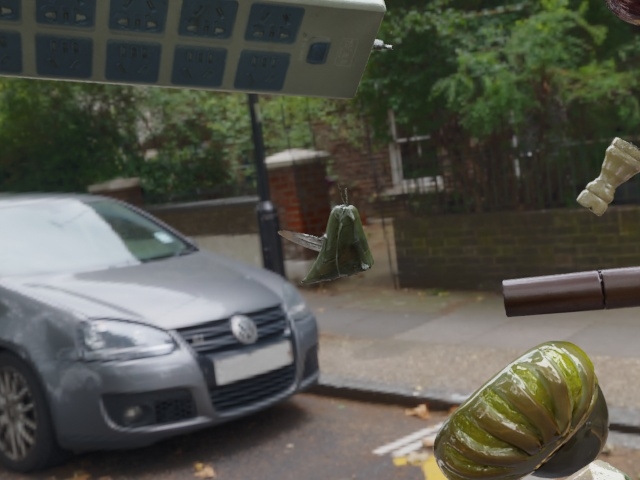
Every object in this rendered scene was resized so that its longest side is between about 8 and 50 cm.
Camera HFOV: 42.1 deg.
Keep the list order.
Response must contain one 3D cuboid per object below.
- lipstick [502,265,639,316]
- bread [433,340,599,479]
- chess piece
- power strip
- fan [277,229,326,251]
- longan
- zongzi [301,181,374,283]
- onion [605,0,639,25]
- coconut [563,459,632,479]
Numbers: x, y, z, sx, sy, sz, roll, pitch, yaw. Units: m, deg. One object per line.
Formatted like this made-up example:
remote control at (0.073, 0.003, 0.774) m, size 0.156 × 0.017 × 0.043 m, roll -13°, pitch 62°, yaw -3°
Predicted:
lipstick at (0.424, 0.061, 1.101) m, size 0.357 × 0.057 × 0.057 m, roll -7°, pitch 5°, yaw 16°
bread at (0.226, 0.205, 0.945) m, size 0.213 × 0.104 × 0.213 m, roll -28°, pitch -27°, yaw -16°
chess piece at (0.472, -0.101, 1.353) m, size 0.066 × 0.122 × 0.066 m, roll 32°, pitch 9°, yaw -6°
power strip at (-0.114, -0.171, 0.659) m, size 0.368 × 0.043 × 0.106 m, roll 1°, pitch -37°, yaw -16°
fan at (0.000, -0.001, 1.831) m, size 0.191 × 0.009 × 0.329 m, roll 20°, pitch -9°, yaw -3°
longan at (0.432, 0.342, 1.618) m, size 0.248 × 0.248 × 0.248 m, roll -7°, pitch 5°, yaw 1°
zongzi at (0.007, -0.008, 1.349) m, size 0.131 × 0.154 × 0.062 m, roll -13°, pitch 14°, yaw 22°
onion at (0.672, -0.525, 1.615) m, size 0.246 × 0.190 × 0.246 m, roll -37°, pitch -8°, yaw -6°
coconut at (0.467, 0.427, 1.376) m, size 0.116 × 0.116 × 0.122 m, roll -13°, pitch -25°, yaw -52°
